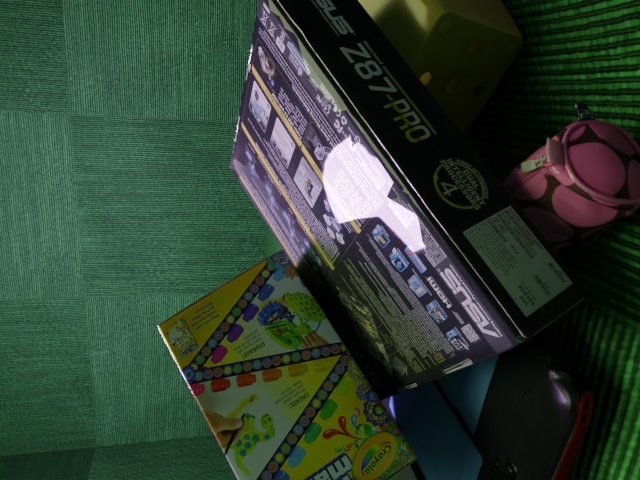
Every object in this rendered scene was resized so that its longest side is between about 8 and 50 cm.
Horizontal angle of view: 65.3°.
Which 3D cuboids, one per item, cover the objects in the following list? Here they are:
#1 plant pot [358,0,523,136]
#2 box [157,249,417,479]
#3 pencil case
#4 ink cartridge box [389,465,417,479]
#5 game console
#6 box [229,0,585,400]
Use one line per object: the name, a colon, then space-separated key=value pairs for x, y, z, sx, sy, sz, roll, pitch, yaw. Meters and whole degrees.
plant pot: x=0.110 y=-0.237 z=0.617 sx=0.187 sy=0.212 sz=0.212 roll=58 pitch=135 yaw=37
box: x=-0.035 y=0.208 z=0.680 sx=0.279 sy=0.177 sz=0.290 roll=56 pitch=173 yaw=17
pencil case: x=0.205 y=-0.032 z=0.484 sx=0.209 sy=0.098 sz=0.095 roll=117 pitch=150 yaw=-64
ink cartridge box: x=0.103 y=0.525 z=0.863 sx=0.271 sy=0.130 sz=0.309 roll=117 pitch=150 yaw=-65
game console: x=0.167 y=0.195 z=0.656 sx=0.386 sy=0.060 sz=0.341 roll=-120 pitch=27 yaw=-58
box: x=0.041 y=-0.031 z=0.563 sx=0.394 sy=0.097 sz=0.318 roll=56 pitch=152 yaw=15
